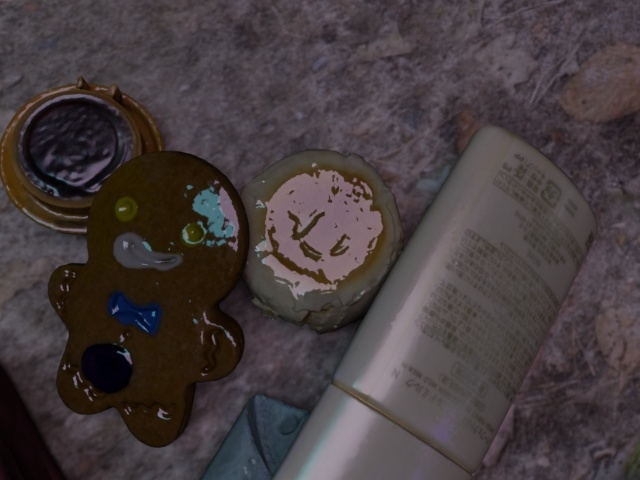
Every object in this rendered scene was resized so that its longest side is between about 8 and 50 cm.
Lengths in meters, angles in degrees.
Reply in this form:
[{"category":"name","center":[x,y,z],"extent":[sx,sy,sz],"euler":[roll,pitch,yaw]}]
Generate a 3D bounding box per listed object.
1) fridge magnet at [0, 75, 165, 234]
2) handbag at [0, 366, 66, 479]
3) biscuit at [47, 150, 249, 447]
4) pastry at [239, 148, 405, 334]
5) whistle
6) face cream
[{"category":"fridge magnet","center":[-0.211,-0.076,0.532],"extent":[0.143,0.063,0.143],"euler":[2,77,-9]},{"category":"handbag","center":[-0.286,0.182,0.433],"extent":[0.146,0.135,0.225],"euler":[-32,84,-8]},{"category":"biscuit","center":[-0.139,0.043,0.485],"extent":[0.179,0.039,0.236],"euler":[17,94,14]},{"category":"pastry","center":[0.000,0.000,0.529],"extent":[0.165,0.088,0.166],"euler":[1,81,-4]},{"category":"whistle","center":[-0.103,0.253,0.434],"extent":[0.062,0.062,0.312],"euler":[32,60,1]},{"category":"face cream","center":[0.113,0.088,0.511],"extent":[0.173,0.081,0.348],"euler":[38,76,-25]}]
